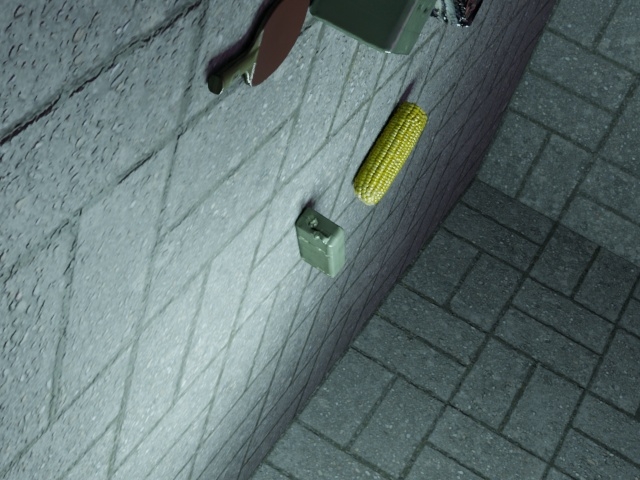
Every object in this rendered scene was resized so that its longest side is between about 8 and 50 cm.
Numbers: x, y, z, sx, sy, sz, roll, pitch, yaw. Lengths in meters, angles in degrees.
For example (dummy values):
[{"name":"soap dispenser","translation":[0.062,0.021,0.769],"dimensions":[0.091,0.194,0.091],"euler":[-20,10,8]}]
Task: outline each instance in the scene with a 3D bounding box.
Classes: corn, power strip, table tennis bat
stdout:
[{"name":"corn","translation":[0.154,-0.194,2.426],"dimensions":[0.248,0.081,0.081],"euler":[-60,169,-5]},{"name":"power strip","translation":[0.105,-0.392,1.551],"dimensions":[0.224,0.139,0.140],"euler":[-63,168,15]},{"name":"table tennis bat","translation":[-0.077,-0.256,1.423],"dimensions":[0.246,0.022,0.138],"euler":[-50,165,-48]},{"name":"power strip","translation":[0.000,0.000,2.213],"dimensions":[0.053,0.093,0.288],"euler":[-54,168,-14]}]

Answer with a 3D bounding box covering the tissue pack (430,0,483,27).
[{"name":"tissue pack","translation":[0.245,-0.531,1.831],"dimensions":[0.244,0.123,0.332],"euler":[-64,166,-4]}]
